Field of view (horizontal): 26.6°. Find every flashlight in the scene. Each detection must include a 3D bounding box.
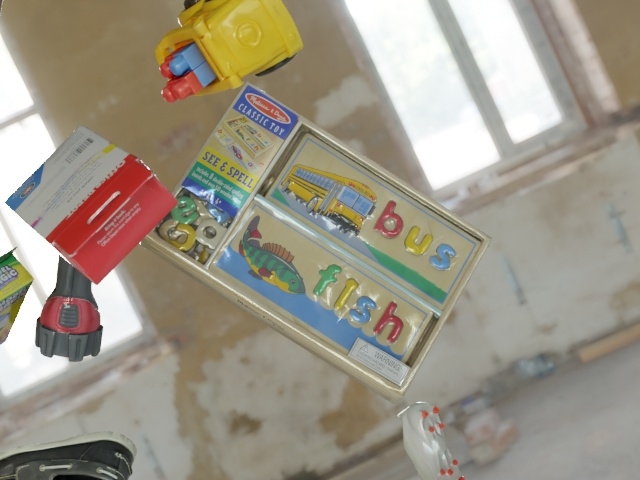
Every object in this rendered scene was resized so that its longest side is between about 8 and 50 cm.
[{"bbox_3d":[-0.361,0.024,2.015,0.103,0.304,0.103,19,17,34],"label":"flashlight"}]

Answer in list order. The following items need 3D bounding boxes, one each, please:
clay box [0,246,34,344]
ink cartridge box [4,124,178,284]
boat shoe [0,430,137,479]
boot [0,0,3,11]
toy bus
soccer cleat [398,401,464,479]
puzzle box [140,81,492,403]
[{"bbox_3d":[-0.464,0.102,1.822,0.127,0.053,0.222,-36,-9,-37],"label":"clay box"},{"bbox_3d":[-0.253,-0.038,1.525,0.134,0.078,0.231,-46,33,-8],"label":"ink cartridge box"},{"bbox_3d":[-0.338,0.297,1.653,0.233,0.084,0.079,-15,44,17],"label":"boat shoe"},{"bbox_3d":[-0.645,-0.366,2.286,0.197,0.152,0.073,18,3,-21],"label":"boot"},{"bbox_3d":[-0.167,-0.277,1.995,0.211,0.149,0.220,-43,20,-24],"label":"toy bus"},{"bbox_3d":[0.180,0.360,2.199,0.068,0.196,0.076,-7,-13,-40],"label":"soccer cleat"},{"bbox_3d":[0.000,0.000,1.831,0.272,0.409,0.052,-59,2,-21],"label":"puzzle box"}]
